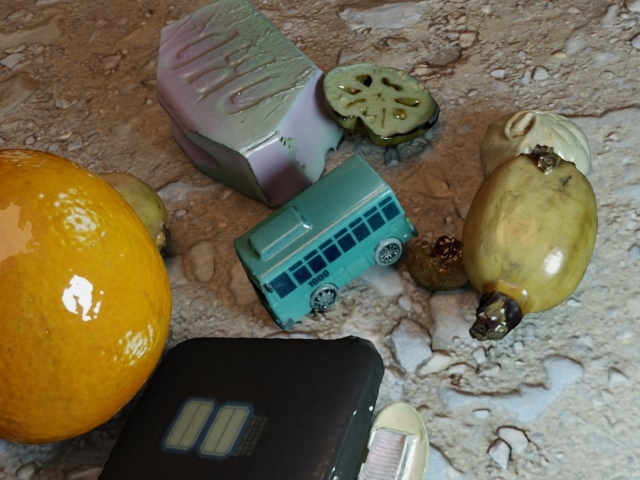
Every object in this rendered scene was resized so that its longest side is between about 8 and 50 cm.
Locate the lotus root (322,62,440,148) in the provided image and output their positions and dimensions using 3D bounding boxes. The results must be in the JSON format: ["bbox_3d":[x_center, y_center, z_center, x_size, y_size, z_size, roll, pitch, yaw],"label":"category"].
[{"bbox_3d":[0.094,-0.218,1.783,0.204,0.078,0.183,-14,54,-32],"label":"lotus root"}]

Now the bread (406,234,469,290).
[{"bbox_3d":[0.180,0.033,1.549,0.113,0.060,0.082,1,45,17],"label":"bread"}]

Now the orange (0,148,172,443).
[{"bbox_3d":[-0.394,0.073,1.453,0.424,0.424,0.326,27,41,37],"label":"orange"}]

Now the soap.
[{"bbox_3d":[-0.140,-0.249,1.864,0.261,0.156,0.446,-29,46,-10],"label":"soap"}]

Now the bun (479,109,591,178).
[{"bbox_3d":[0.337,-0.149,1.643,0.183,0.102,0.183,-7,46,8],"label":"bun"}]

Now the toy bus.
[{"bbox_3d":[0.000,0.000,1.570,0.256,0.147,0.128,-35,43,-3],"label":"toy bus"}]

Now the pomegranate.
[{"bbox_3d":[-0.338,-0.025,1.695,0.191,0.191,0.191,-10,45,10],"label":"pomegranate"}]

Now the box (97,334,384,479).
[{"bbox_3d":[-0.110,0.273,1.362,0.350,0.091,0.359,-3,46,30],"label":"box"}]

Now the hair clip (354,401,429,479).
[{"bbox_3d":[0.086,0.306,1.312,0.159,0.071,0.218,10,57,21],"label":"hair clip"}]

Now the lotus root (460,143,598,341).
[{"bbox_3d":[0.284,0.014,1.458,0.183,0.182,0.310,7,53,24],"label":"lotus root"}]
